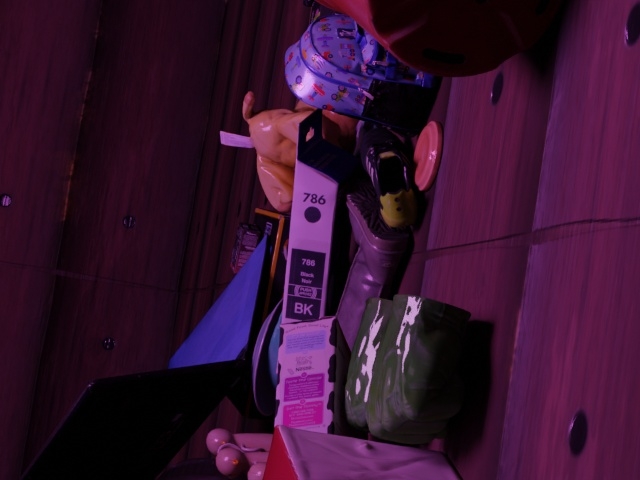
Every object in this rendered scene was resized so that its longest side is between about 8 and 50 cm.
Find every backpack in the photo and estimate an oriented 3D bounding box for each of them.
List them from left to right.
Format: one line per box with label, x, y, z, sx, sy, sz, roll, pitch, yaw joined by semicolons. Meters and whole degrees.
backpack;0.048;-0.221;1.758;0.158;0.173;0.117;-92;16;-47

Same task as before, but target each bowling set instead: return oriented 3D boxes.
bowling set;-0.076;0.365;1.904;0.287;0.154;0.199;178;102;-78

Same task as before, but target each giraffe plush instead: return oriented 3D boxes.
giraffe plush;-0.009;-0.149;2.050;0.170;0.210;0.181;-34;-37;-42

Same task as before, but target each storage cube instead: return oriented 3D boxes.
storage cube;0.034;0.308;1.366;0.215;0.184;0.193;-125;48;-75

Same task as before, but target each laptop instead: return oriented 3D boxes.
laptop;-0.280;0.203;2.195;0.382;0.408;0.236;-52;55;40

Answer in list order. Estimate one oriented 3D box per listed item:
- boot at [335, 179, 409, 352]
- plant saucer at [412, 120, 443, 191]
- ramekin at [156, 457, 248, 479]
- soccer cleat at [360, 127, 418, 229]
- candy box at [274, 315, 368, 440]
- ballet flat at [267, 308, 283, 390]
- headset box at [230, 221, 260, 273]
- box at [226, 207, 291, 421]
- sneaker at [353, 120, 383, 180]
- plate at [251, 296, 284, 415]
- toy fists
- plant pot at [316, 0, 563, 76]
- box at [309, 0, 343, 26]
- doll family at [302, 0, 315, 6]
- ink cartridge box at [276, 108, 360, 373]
boot;0.052;0.050;1.803;0.189;0.076;0.208;-96;13;-59
plant saucer;0.124;-0.099;1.689;0.083;0.013;0.083;-170;90;-79
ramekin;-0.186;0.442;2.269;0.109;0.207;0.207;-83;7;-70
soccer cleat;0.084;-0.089;1.734;0.179;0.060;0.072;-103;0;-48
candy box;0.003;0.224;1.594;0.159;0.071;0.233;67;-162;-48
ballet flat;-0.018;0.124;2.030;0.087;0.083;0.247;40;123;55
headset box;-0.124;0.018;2.352;0.062;0.032;0.083;-129;50;-76
box;-0.081;0.115;2.330;0.257;0.079;0.321;-161;81;-76
sneaker;0.063;-0.132;1.964;0.069;0.038;0.098;-114;39;-78
plate;-0.067;0.166;2.127;0.188;0.024;0.188;12;-90;-71
toy fists;0.088;0.137;1.481;0.279;0.096;0.142;165;122;-79
plant pot;0.105;-0.300;1.410;0.265;0.272;0.272;-116;37;-57
box;0.015;-0.360;2.327;0.083;0.052;0.062;149;130;-76
doll family;-0.004;-0.443;2.442;0.193;0.076;0.111;-143;68;-73
ink cartridge box;0.000;0.000;1.871;0.165;0.065;0.332;-52;-32;-71
